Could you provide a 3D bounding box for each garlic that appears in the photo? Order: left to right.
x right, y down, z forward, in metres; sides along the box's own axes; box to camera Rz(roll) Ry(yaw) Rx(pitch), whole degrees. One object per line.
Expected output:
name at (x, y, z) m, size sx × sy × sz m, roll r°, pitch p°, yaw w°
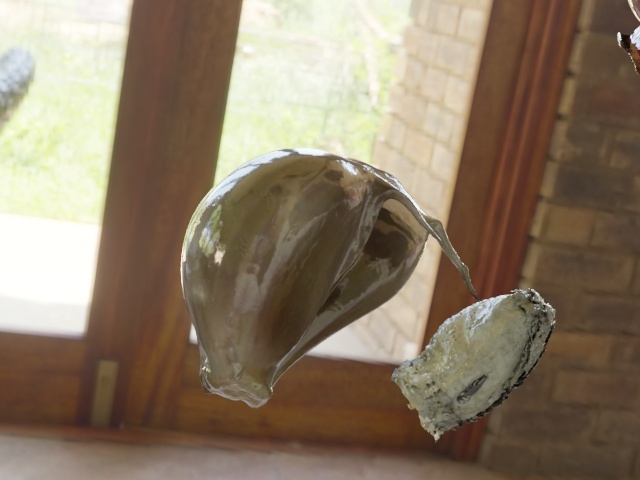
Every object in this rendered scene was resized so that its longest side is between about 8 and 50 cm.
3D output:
garlic at (0.000, 0.000, 1.293) m, size 0.340 × 0.245 × 0.231 m, roll -23°, pitch -17°, yaw -19°

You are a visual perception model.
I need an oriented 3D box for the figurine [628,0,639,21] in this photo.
figurine at (0.418, -0.301, 1.345) m, size 0.173 × 0.173 × 0.173 m, roll 10°, pitch 13°, yaw -2°

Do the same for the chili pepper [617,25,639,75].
chili pepper at (0.465, -0.181, 1.097) m, size 0.229 × 0.305 × 0.251 m, roll 40°, pitch 22°, yaw -31°

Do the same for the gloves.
gloves at (0.142, 0.107, 1.054) m, size 0.070 × 0.153 × 0.114 m, roll 47°, pitch -4°, yaw 35°
